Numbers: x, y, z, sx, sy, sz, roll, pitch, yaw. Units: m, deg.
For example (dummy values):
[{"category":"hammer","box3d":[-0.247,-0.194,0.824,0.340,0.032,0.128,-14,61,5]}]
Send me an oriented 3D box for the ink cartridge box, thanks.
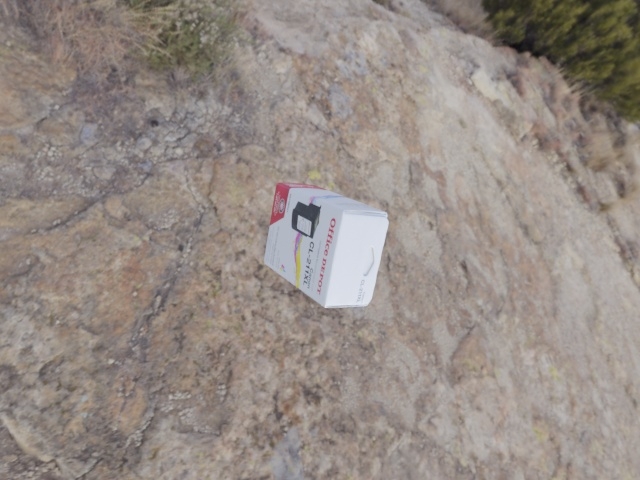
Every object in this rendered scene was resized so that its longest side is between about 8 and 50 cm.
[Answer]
[{"category":"ink cartridge box","box3d":[0.000,0.000,0.672,0.072,0.175,0.127,2,105,-34]}]
